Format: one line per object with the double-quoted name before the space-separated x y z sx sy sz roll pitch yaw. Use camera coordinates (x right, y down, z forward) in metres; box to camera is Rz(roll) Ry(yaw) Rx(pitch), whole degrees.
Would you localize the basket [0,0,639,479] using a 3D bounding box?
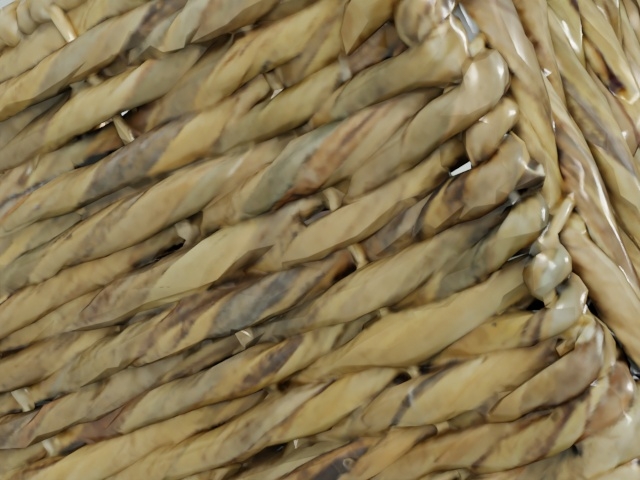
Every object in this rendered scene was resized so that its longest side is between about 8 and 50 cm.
"basket" 0.000 0.000 0.551 0.299 0.223 0.213 -23 -81 38
